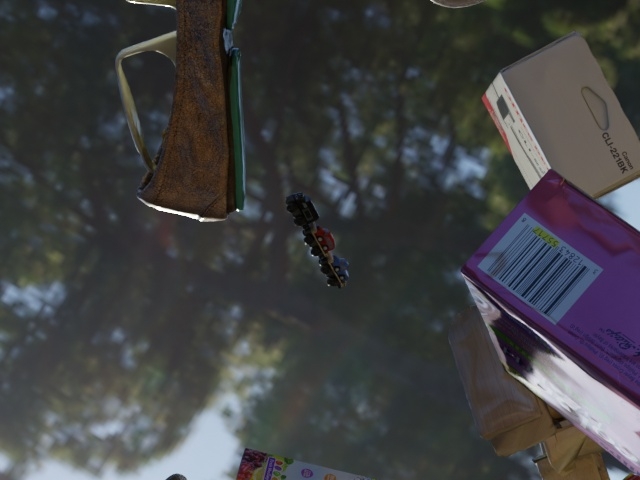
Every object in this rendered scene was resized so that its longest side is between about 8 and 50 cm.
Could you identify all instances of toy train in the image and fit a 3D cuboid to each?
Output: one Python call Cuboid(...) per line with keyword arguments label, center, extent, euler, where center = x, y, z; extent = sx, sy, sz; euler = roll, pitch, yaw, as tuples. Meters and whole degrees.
Cuboid(label="toy train", center=(0.000, 0.000, 2.147), extent=(0.036, 0.027, 0.158), euler=(-24, -58, 8))

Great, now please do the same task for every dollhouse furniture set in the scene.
Cuboid(label="dollhouse furniture set", center=(0.363, 0.095, 1.859), extent=(0.394, 0.256, 0.362), euler=(-24, -32, 13))

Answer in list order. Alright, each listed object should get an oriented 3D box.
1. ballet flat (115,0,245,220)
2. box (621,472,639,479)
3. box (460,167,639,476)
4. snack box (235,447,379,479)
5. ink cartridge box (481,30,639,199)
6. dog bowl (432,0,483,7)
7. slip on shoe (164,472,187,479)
Cuboid(label="ballet flat", center=(-0.108, -0.165, 1.290), extent=(0.107, 0.106, 0.316), euler=(-86, -1, -74))
Cuboid(label="box", center=(0.409, 0.276, 1.625), extent=(0.087, 0.232, 0.058), euler=(-8, -81, -65))
Cuboid(label="box", center=(0.251, 0.088, 1.382), extent=(0.117, 0.213, 0.243), euler=(-48, -27, -8))
Cuboid(label="snack box", center=(-0.023, 0.387, 2.249), extent=(0.070, 0.207, 0.174), euler=(-74, -1, -52))
Cuboid(label="ink cartridge box", center=(0.310, -0.141, 2.112), extent=(0.114, 0.197, 0.273), euler=(-28, -2, -1))
Cuboid(label="dog bowl", center=(0.200, -0.434, 2.108), extent=(0.265, 0.104, 0.265), euler=(-29, -32, -21))
Cuboid(label="slip on shoe", center=(-0.202, 0.310, 1.834), extent=(0.041, 0.051, 0.135), euler=(34, -73, -34))
